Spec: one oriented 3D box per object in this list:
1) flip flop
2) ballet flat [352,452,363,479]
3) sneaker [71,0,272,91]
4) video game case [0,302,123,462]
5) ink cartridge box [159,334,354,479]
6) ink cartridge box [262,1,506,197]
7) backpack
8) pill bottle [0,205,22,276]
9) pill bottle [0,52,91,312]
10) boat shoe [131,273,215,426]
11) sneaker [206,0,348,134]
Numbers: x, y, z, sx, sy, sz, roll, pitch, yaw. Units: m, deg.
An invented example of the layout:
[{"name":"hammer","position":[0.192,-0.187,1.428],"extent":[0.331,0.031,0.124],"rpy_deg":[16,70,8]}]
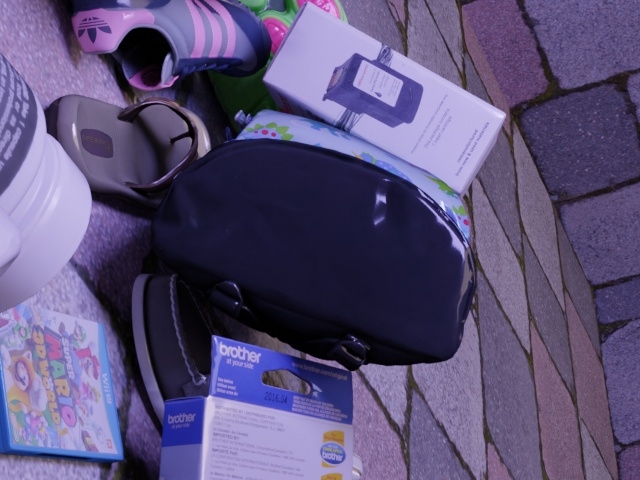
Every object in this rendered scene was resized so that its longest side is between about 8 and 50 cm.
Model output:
[{"name":"flip flop","position":[-0.161,-0.092,1.349],"extent":[0.277,0.080,0.112],"rpy_deg":[6,68,-70]},{"name":"ballet flat","position":[0.027,0.269,1.598],"extent":[0.072,0.068,0.213],"rpy_deg":[-81,148,-53]},{"name":"sneaker","position":[-0.154,-0.200,1.459],"extent":[0.319,0.112,0.131],"rpy_deg":[25,65,-59]},{"name":"video game case","position":[-0.209,0.112,1.134],"extent":[0.166,0.015,0.119],"rpy_deg":[27,48,-66]},{"name":"ink cartridge box","position":[-0.054,0.249,1.212],"extent":[0.186,0.065,0.311],"rpy_deg":[18,70,-44]},{"name":"ink cartridge box","position":[0.067,-0.139,1.530],"extent":[0.237,0.100,0.172],"rpy_deg":[31,-2,5]},{"name":"backpack","position":[0.000,0.000,1.392],"extent":[0.355,0.290,0.273],"rpy_deg":[106,5,-75]},{"name":"pill bottle","position":[-0.303,-0.058,0.655],"extent":[0.318,0.176,0.176],"rpy_deg":[48,22,-4]},{"name":"pill bottle","position":[-0.272,-0.080,0.888],"extent":[0.283,0.161,0.161],"rpy_deg":[54,26,-45]},{"name":"boat shoe","position":[-0.087,0.166,1.318],"extent":[0.109,0.091,0.305],"rpy_deg":[-34,106,-71]},{"name":"sneaker","position":[-0.014,-0.144,1.754],"extent":[0.482,0.185,0.202],"rpy_deg":[63,-7,-22]}]
